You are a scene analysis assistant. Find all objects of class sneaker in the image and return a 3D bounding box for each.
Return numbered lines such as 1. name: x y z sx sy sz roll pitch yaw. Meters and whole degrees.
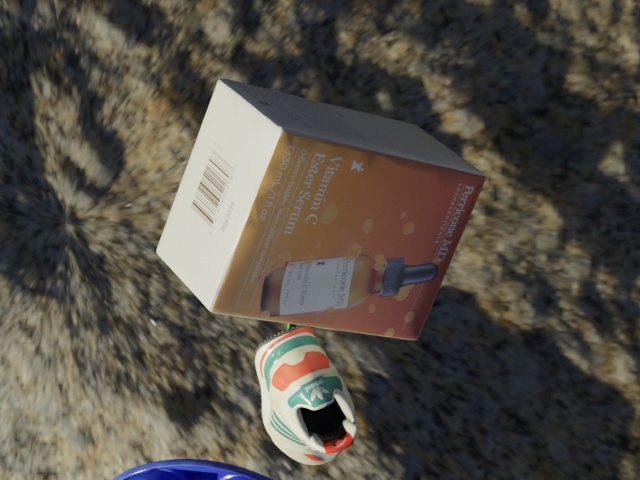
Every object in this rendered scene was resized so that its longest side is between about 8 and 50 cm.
1. sneaker: -0.004 0.130 1.093 0.057 0.161 0.075 -24 54 -10

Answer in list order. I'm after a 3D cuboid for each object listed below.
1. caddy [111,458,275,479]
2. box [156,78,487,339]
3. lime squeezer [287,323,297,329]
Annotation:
1. caddy: -0.116 0.361 1.632 0.241 0.341 0.179 3 46 6
2. box: 0.001 -0.018 1.027 0.170 0.091 0.130 10 110 -35
3. lime squeezer: 0.000 0.000 1.587 0.059 0.110 0.310 1 122 -26
